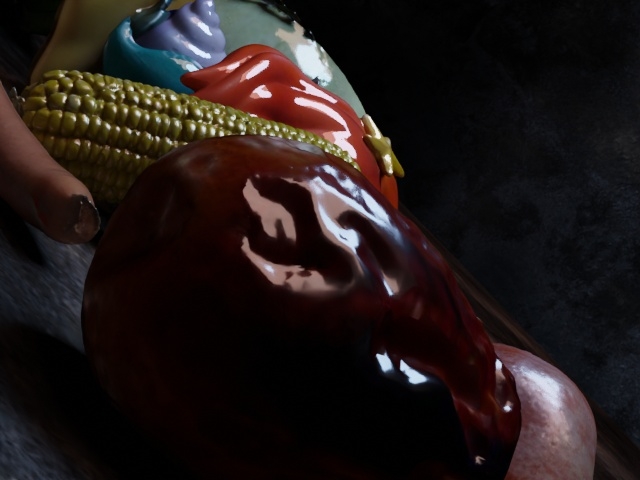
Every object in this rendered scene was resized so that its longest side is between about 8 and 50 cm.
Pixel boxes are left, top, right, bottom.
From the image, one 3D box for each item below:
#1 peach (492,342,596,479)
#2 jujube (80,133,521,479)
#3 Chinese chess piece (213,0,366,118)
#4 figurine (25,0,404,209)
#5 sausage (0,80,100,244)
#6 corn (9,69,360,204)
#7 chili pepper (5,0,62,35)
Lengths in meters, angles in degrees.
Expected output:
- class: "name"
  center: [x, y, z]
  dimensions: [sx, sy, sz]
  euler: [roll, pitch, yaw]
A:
- class: "peach"
  center: [0.090, 0.139, 1.051]
  dimensions: [0.152, 0.152, 0.152]
  euler: [43, 6, -6]
- class: "jujube"
  center: [0.000, 0.051, 0.809]
  dimensions: [0.236, 0.168, 0.168]
  euler: [34, 10, -25]
- class: "Chinese chess piece"
  center: [-0.063, -0.108, 1.413]
  dimensions: [0.237, 0.092, 0.238]
  euler: [37, -24, 20]
- class: "figurine"
  center: [-0.077, -0.079, 1.200]
  dimensions: [0.257, 0.181, 0.208]
  euler: [41, -14, 21]
- class: "sausage"
  center: [-0.173, -0.053, 0.952]
  dimensions: [0.040, 0.047, 0.177]
  euler: [14, 26, -45]
- class: "corn"
  center: [-0.087, -0.053, 1.055]
  dimensions: [0.238, 0.080, 0.080]
  euler: [12, 18, -20]
- class: "chili pepper"
  center: [-0.256, -0.240, 1.532]
  dimensions: [0.084, 0.076, 0.359]
  euler: [9, 20, -28]
